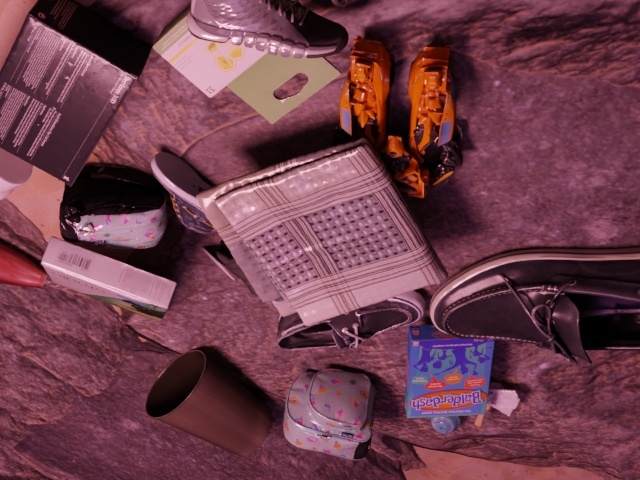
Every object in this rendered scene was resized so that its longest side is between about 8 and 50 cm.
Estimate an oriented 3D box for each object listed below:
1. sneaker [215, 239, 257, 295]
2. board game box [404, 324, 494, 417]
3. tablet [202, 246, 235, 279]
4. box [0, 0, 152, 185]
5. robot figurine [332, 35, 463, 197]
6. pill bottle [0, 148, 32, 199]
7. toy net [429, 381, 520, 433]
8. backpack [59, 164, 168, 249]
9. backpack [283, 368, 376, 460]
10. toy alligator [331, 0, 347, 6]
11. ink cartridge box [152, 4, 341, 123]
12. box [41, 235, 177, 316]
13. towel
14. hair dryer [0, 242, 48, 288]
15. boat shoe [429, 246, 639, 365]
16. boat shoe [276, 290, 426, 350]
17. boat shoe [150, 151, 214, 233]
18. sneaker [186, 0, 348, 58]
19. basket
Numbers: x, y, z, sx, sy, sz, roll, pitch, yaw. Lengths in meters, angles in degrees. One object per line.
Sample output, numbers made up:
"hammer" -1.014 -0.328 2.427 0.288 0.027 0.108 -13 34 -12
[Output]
"sneaker" -0.089 -0.007 1.793 0.130 0.109 0.286 36 133 -14
"board game box" 0.246 0.253 1.965 0.160 0.047 0.210 -3 128 -2
"tablet" -0.191 0.044 1.904 0.006 0.083 0.054 -44 124 -6
"box" -0.411 -0.237 1.610 0.184 0.103 0.261 31 128 -14
"robot figurine" 0.116 -0.174 1.561 0.211 0.085 0.291 8 138 9
"pill bottle" -0.619 -0.115 1.812 0.208 0.119 0.119 -18 129 32
"toy net" 0.303 0.328 2.092 0.232 0.045 0.122 -28 106 34
"backpack" -0.361 -0.052 1.798 0.181 0.152 0.115 0 133 -7
"backpack" 0.016 0.352 2.102 0.188 0.166 0.144 6 136 5
"toy alligator" -0.033 -0.390 1.401 0.189 0.056 0.051 41 177 -36
"ink cartridge box" -0.111 -0.273 1.544 0.235 0.056 0.171 40 132 -23
"box" -0.390 0.078 1.893 0.232 0.059 0.322 21 170 -7
"towel" 0.000 0.000 1.657 0.324 0.056 0.312 -16 128 25
"hair dryer" -0.687 0.058 2.075 0.293 0.080 0.224 4 153 20
"boat shoe" 0.422 0.120 1.745 0.499 0.156 0.187 -6 136 23
"boat shoe" 0.053 0.158 1.928 0.301 0.102 0.108 -7 134 22
"boat shoe" -0.240 -0.076 1.785 0.183 0.065 0.083 39 132 -26
"sneaker" -0.068 -0.330 1.394 0.228 0.086 0.132 7 124 -2
"basket" -0.227 0.361 2.200 0.227 0.154 0.204 36 132 -27
